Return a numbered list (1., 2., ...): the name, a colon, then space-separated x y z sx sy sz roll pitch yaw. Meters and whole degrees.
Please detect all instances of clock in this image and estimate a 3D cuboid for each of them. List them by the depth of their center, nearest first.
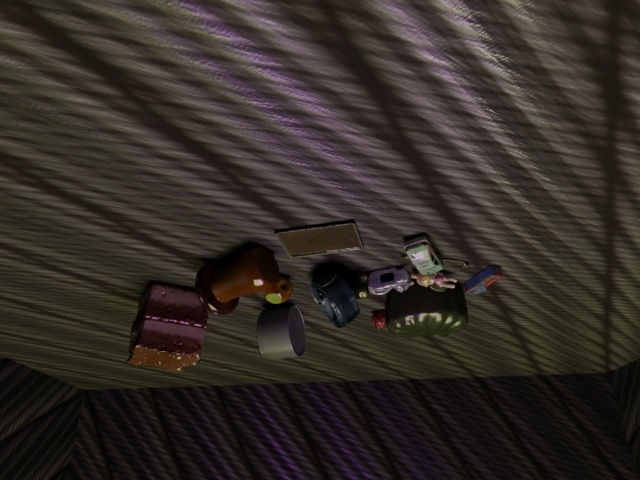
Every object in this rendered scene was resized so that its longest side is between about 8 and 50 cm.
1. clock: 0.263 0.164 1.869 0.176 0.080 0.117 -13 150 18

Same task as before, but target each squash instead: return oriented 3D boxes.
1. squash: 0.135 0.193 1.884 0.068 0.077 0.219 -26 178 -13

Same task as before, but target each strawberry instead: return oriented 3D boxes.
1. strawberry: 0.285 0.366 2.270 0.083 0.083 0.096 21 138 -37

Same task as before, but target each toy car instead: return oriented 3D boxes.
1. toy car: 0.359 0.064 1.669 0.090 0.076 0.224 -20 142 20

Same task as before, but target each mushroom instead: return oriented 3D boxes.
1. mushroom: 0.421 0.072 1.771 0.286 0.028 0.026 9 -167 -18

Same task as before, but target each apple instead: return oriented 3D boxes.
1. apple: -0.164 0.184 1.865 0.102 0.099 0.114 -27 119 37

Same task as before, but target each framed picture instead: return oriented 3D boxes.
1. framed picture: 0.000 -0.001 1.604 0.265 0.018 0.192 -7 152 10

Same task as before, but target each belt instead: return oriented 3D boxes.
1. belt: 0.054 0.210 1.819 0.116 0.206 0.267 -36 152 -18

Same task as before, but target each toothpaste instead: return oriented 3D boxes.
1. toothpaste: 0.650 0.158 1.922 0.070 0.044 0.193 5 152 -17

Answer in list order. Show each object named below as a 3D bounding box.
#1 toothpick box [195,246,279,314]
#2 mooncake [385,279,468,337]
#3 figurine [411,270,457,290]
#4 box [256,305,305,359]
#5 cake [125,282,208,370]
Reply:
1. toothpick box: -0.295 0.137 1.683 0.294 0.192 0.192 -26 145 27
2. mooncake: 0.444 0.298 2.031 0.351 0.187 0.351 1 152 0
3. figurine: 0.437 0.151 1.869 0.187 0.083 0.083 9 151 -22
4. box: -0.171 0.409 2.157 0.149 0.226 0.226 -9 152 16
5. cake: -0.615 0.350 1.948 0.282 0.290 0.255 15 147 -28
